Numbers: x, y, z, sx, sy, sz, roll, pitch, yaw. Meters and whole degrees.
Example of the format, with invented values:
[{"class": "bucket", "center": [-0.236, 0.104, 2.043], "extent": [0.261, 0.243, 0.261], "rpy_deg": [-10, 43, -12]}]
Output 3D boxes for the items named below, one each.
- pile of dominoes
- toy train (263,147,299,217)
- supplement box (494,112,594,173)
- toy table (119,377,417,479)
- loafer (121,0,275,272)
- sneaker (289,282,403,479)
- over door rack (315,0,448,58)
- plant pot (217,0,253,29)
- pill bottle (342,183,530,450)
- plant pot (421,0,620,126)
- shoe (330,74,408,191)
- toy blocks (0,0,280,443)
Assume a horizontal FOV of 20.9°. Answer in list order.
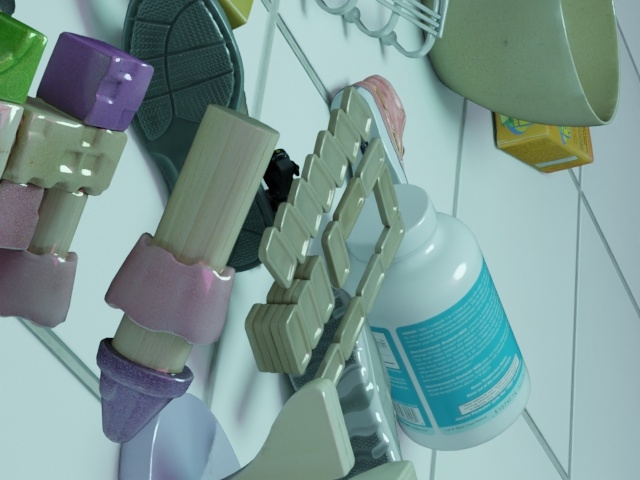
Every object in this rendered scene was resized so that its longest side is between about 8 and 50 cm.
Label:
[{"class": "pile of dominoes", "center": [0.000, 0.000, 1.475], "extent": [0.251, 0.040, 0.196], "rpy_deg": [-64, 148, -43]}, {"class": "toy train", "center": [-0.040, -0.027, 1.484], "extent": [0.036, 0.027, 0.158], "rpy_deg": [57, -22, 26]}, {"class": "supplement box", "center": [0.304, -0.151, 2.367], "extent": [0.233, 0.080, 0.078], "rpy_deg": [14, 68, -64]}, {"class": "toy table", "center": [-0.033, 0.239, 1.316], "extent": [0.252, 0.160, 0.274], "rpy_deg": [-59, 135, -57]}, {"class": "loafer", "center": [-0.099, -0.102, 1.393], "extent": [0.084, 0.096, 0.268], "rpy_deg": [-98, 175, -59]}, {"class": "sneaker", "center": [0.038, 0.177, 1.576], "extent": [0.115, 0.105, 0.281], "rpy_deg": [10, 73, -66]}, {"class": "over door rack", "center": [0.094, -0.371, 1.812], "extent": [0.239, 0.108, 0.324], "rpy_deg": [14, 99, -66]}, {"class": "plant pot", "center": [-0.107, -0.217, 1.406], "extent": [0.083, 0.081, 0.081], "rpy_deg": [50, 37, -35]}, {"class": "pill bottle", "center": [0.107, 0.073, 1.723], "extent": [0.146, 0.146, 0.264], "rpy_deg": [-72, 146, -47]}, {"class": "plant pot", "center": [0.232, -0.263, 2.083], "extent": [0.284, 0.191, 0.284], "rpy_deg": [-9, 90, -67]}, {"class": "shoe", "center": [0.067, -0.082, 1.788], "extent": [0.081, 0.063, 0.178], "rpy_deg": [-38, 113, -59]}, {"class": "toy blocks", "center": [-0.235, -0.006, 0.909], "extent": [0.288, 0.309, 0.260], "rpy_deg": [9, 106, -55]}]
